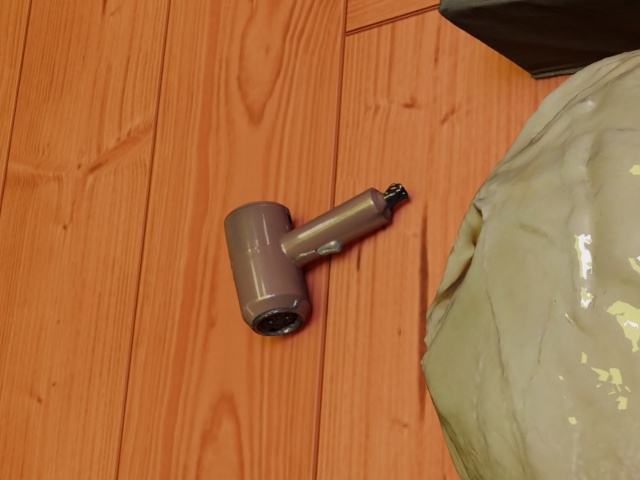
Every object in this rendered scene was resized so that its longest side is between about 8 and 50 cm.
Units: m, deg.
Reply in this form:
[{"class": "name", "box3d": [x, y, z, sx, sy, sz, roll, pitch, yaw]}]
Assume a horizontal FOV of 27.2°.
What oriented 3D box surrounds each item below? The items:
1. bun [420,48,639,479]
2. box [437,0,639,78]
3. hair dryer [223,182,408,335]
[{"class": "bun", "box3d": [0.175, 0.037, 0.811, 0.364, 0.202, 0.364, -159, 90, -86]}, {"class": "box", "box3d": [0.232, -0.226, 0.995, 0.231, 0.149, 0.155, 0, 75, 40]}, {"class": "hair dryer", "box3d": [0.000, 0.000, 1.172, 0.182, 0.064, 0.117, -28, 58, 23]}]
